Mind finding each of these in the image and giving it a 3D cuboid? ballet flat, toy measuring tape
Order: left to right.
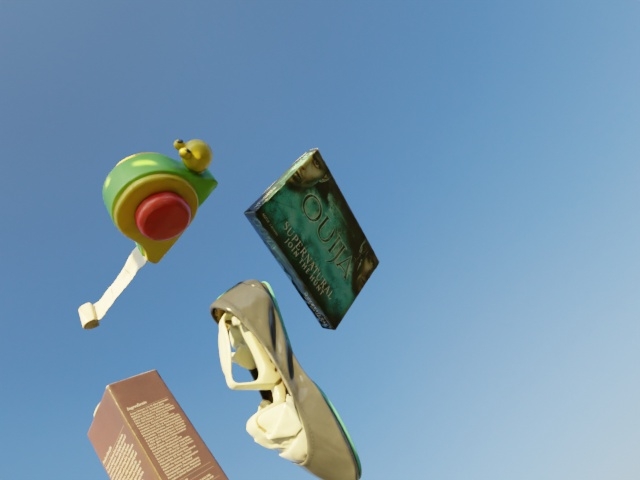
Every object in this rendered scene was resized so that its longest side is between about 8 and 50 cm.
[{"bbox_3d":[-0.266,-0.012,0.597,0.330,0.121,0.121,-47,-50,10],"label":"toy measuring tape"},{"bbox_3d":[-0.042,0.128,0.382,0.074,0.203,0.074,-26,-21,-11],"label":"ballet flat"}]

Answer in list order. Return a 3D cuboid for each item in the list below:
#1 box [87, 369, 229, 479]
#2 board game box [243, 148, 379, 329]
[{"bbox_3d":[-0.366,0.510,0.999,0.143,0.381,0.191,-8,-45,-54],"label":"box"},{"bbox_3d":[0.000,0.000,0.541,0.126,0.026,0.186,-51,-57,-33],"label":"board game box"}]
